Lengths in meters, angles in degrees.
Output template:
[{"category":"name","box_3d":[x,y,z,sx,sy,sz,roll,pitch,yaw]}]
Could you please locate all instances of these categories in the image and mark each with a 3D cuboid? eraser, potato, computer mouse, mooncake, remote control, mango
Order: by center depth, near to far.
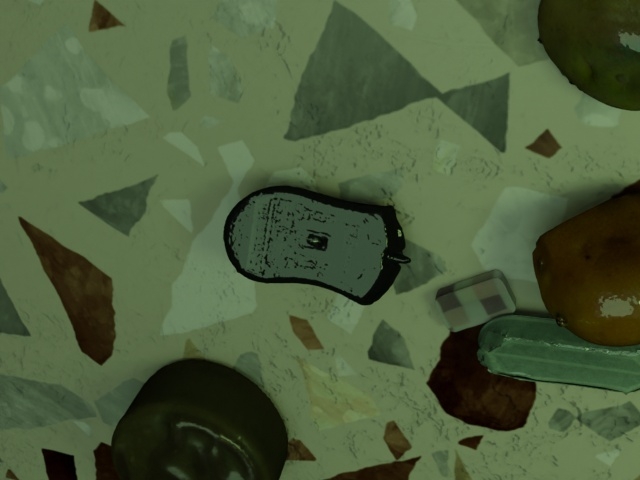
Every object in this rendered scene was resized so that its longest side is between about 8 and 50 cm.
[{"category":"potato","box_3d":[0.346,-0.227,0.849,0.202,0.117,0.182,40,123,-5]},{"category":"mango","box_3d":[0.396,0.043,0.947,0.236,0.166,0.136,-28,149,6]},{"category":"remote control","box_3d":[0.345,0.160,1.064,0.247,0.052,0.104,5,131,14]},{"category":"computer mouse","box_3d":[0.000,0.000,1.080,0.264,0.088,0.147,14,102,11]},{"category":"eraser","box_3d":[0.221,0.087,1.089,0.105,0.026,0.065,-21,110,25]},{"category":"mooncake","box_3d":[-0.204,0.354,1.278,0.284,0.155,0.284,6,115,13]}]
